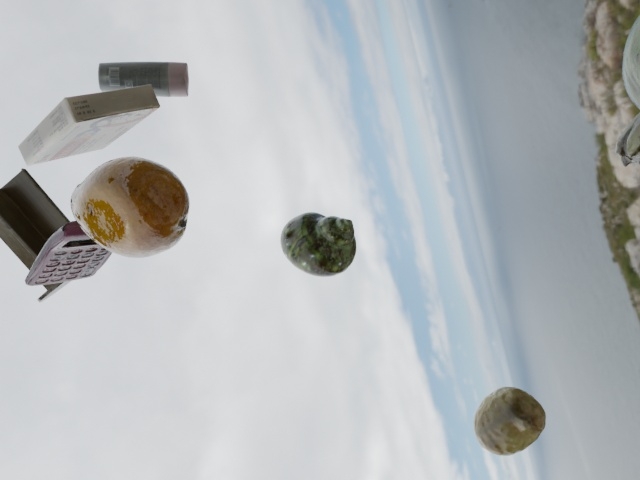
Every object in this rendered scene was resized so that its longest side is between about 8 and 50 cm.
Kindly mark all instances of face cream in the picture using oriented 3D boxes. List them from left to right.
[{"bbox_3d":[-0.548,-0.503,1.796,0.073,0.269,0.107,-113,23,-75],"label":"face cream"}]

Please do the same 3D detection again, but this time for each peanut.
[{"bbox_3d":[0.389,0.377,1.199,0.140,0.159,0.109,37,-152,-5],"label":"peanut"}]

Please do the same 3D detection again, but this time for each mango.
[{"bbox_3d":[-0.210,-0.030,0.631,0.115,0.165,0.089,54,-137,-15],"label":"mango"}]

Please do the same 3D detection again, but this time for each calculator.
[{"bbox_3d":[-0.391,0.015,0.930,0.126,0.190,0.034,-10,-112,-51],"label":"calculator"}]

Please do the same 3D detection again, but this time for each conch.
[{"bbox_3d":[0.000,-0.003,1.234,0.187,0.181,0.124,-55,-44,-51],"label":"conch"}]

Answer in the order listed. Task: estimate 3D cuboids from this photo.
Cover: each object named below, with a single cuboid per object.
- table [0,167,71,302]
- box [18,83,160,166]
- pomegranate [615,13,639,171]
[{"bbox_3d":[-0.564,-0.016,1.147,0.227,0.167,0.167,52,-161,-9],"label":"table"},{"bbox_3d":[-0.568,-0.276,1.397,0.214,0.353,0.069,-26,-84,-43],"label":"box"},{"bbox_3d":[0.439,-0.191,0.674,0.202,0.248,0.202,35,-173,-5],"label":"pomegranate"}]
